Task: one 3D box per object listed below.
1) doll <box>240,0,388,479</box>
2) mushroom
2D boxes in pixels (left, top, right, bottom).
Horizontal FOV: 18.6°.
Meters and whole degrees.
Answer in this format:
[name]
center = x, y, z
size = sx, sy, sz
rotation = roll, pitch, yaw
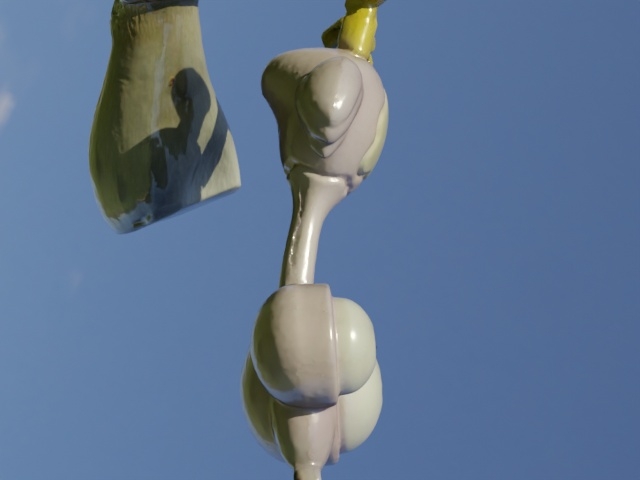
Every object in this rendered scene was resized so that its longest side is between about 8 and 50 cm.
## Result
[doll]
center = -0.001, 0.000, 1.293
size = 0.160, 0.094, 0.365
rotation = 102, -10, -67
[mushroom]
center = -0.124, -0.101, 1.436
size = 0.093, 0.116, 0.225
rotation = 32, -41, 51
